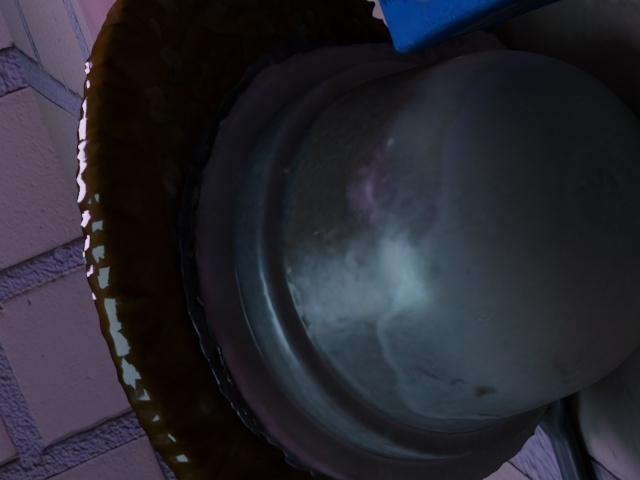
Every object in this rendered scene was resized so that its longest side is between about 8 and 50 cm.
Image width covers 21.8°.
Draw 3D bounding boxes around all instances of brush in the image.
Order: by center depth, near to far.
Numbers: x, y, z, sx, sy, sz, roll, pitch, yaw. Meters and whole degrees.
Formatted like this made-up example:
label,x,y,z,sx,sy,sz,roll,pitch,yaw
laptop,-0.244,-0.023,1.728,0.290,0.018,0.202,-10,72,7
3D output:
label,x,y,z,sx,sy,sz,roll,pitch,yaw
brush,0.142,0.165,0.885,0.266,0.027,0.062,69,168,-11

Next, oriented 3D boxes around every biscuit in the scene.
label,x,y,z,sx,sy,sz,roll,pitch,yaw
biscuit,0.000,0.000,0.756,0.305,0.038,0.305,29,-126,-49

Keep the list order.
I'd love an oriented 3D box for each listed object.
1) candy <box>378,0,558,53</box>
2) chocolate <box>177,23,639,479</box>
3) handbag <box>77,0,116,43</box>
label,x,y,z,sx,sy,sz,roll,pitch,yaw
candy,0.028,-0.223,0.524,0.157,0.100,0.306,174,74,-77
chocolate,0.068,-0.006,0.657,0.147,0.221,0.221,-21,93,46
handbag,-0.090,-0.168,1.053,0.205,0.116,0.179,121,125,-75
